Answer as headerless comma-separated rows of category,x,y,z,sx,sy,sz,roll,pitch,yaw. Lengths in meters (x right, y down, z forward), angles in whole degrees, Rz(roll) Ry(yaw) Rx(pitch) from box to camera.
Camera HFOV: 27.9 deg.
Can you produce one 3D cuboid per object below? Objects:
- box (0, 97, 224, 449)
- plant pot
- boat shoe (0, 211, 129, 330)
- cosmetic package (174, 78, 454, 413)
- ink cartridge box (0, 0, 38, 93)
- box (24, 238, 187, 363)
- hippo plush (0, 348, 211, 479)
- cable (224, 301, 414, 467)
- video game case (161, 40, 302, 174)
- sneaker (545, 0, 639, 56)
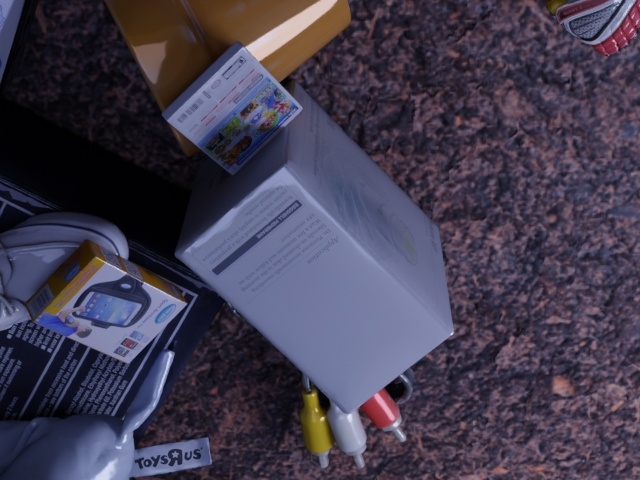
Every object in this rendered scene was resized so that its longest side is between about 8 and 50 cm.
box,-0.279,0.058,1.270,0.294,0.183,0.296,27,112,-13
plant pot,-0.083,-0.206,1.145,0.187,0.205,0.205,-27,113,-3
boat shoe,-0.293,0.047,1.119,0.258,0.084,0.095,-16,113,7
cosmetic package,0.000,0.000,1.214,0.138,0.224,0.225,-38,110,18
ink cartridge box,-0.279,-0.238,1.174,0.046,0.097,0.207,19,115,-9
box,-0.179,0.058,1.122,0.081,0.028,0.136,-45,137,11
hippo plush,-0.245,0.282,1.146,0.294,0.237,0.234,-15,114,7
cable,0.005,0.123,1.339,0.139,0.072,0.287,-22,126,12
video game case,-0.072,-0.109,1.088,0.087,0.011,0.122,-44,150,4
sneaker,0.282,-0.278,1.153,0.092,0.088,0.225,25,113,-9
